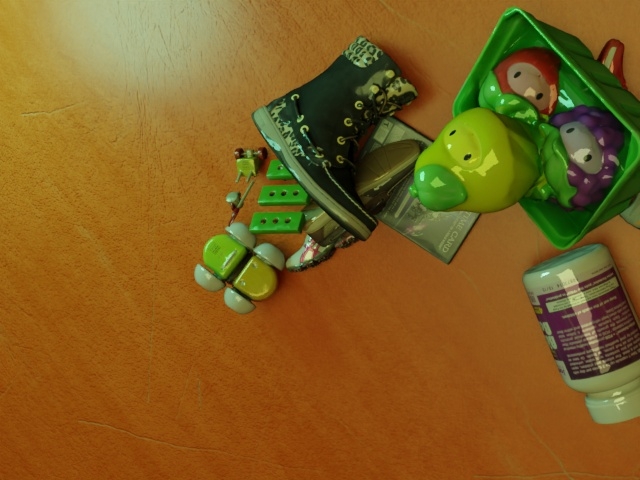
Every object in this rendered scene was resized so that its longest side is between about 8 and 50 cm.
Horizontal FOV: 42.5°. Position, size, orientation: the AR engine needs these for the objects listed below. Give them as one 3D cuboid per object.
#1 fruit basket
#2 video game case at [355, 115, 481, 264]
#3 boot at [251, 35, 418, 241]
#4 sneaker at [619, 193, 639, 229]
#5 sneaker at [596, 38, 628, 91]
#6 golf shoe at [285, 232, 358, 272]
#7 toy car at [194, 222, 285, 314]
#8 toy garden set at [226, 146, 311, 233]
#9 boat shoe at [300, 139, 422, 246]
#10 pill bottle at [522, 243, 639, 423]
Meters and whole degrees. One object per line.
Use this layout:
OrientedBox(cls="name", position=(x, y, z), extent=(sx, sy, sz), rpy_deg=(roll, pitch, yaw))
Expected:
OrientedBox(cls="fruit basket", position=(0.332, -0.172, 1.360), extent=(0.392, 0.392, 0.283), rpy_deg=(37, 133, 12))
OrientedBox(cls="video game case", position=(0.193, -0.106, 1.657), extent=(0.274, 0.026, 0.196), rpy_deg=(34, 108, 12))
OrientedBox(cls="boot", position=(0.063, -0.205, 1.559), extent=(0.284, 0.138, 0.377), rpy_deg=(-40, 53, 3))
OrientedBox(cls="sneaker", position=(0.614, -0.139, 1.451), extent=(0.108, 0.100, 0.272), rpy_deg=(25, 106, 21))
OrientedBox(cls="sneaker", position=(0.545, -0.244, 1.480), extent=(0.128, 0.087, 0.221), rpy_deg=(12, 115, 10))
OrientedBox(cls="golf shoe", position=(0.000, 0.000, 1.728), extent=(0.186, 0.067, 0.086), rpy_deg=(-33, 80, 12))
OrientedBox(cls="toy car", position=(-0.167, 0.062, 1.765), extent=(0.182, 0.136, 0.159), rpy_deg=(36, 86, 8))
OrientedBox(cls="toy garden set", position=(-0.101, -0.108, 1.693), extent=(0.203, 0.049, 0.244), rpy_deg=(0, 56, 24))
OrientedBox(cls="boat shoe", position=(0.088, -0.091, 1.638), extent=(0.285, 0.103, 0.092), rpy_deg=(-36, 122, 6))
OrientedBox(cls="pill bottle", position=(0.499, 0.171, 1.503), extent=(0.169, 0.169, 0.302), rpy_deg=(-23, 89, 23))
